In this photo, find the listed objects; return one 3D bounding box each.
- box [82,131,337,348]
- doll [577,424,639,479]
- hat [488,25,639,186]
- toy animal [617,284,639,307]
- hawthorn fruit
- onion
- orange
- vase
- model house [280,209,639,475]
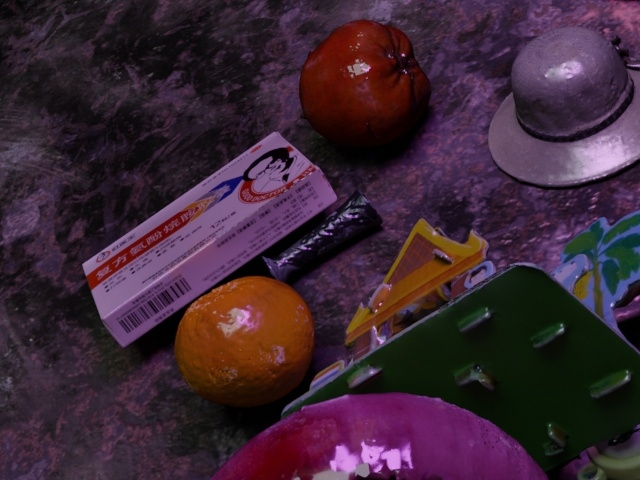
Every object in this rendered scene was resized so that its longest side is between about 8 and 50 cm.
[{"bbox_3d":[-0.163,-0.009,1.636,0.353,0.069,0.214,-33,26,-5],"label":"box"},{"bbox_3d":[0.367,0.140,1.157,0.296,0.117,0.141,-38,35,-9],"label":"doll"},{"bbox_3d":[0.325,-0.202,1.519,0.257,0.130,0.257,-16,43,16],"label":"hat"},{"bbox_3d":[0.357,0.060,1.268,0.220,0.086,0.069,-15,18,13],"label":"toy animal"},{"bbox_3d":[0.048,-0.216,1.671,0.202,0.185,0.185,-18,40,37],"label":"hawthorn fruit"},{"bbox_3d":[0.047,0.291,1.029,0.358,0.358,0.345,-22,36,10],"label":"onion"},{"bbox_3d":[-0.091,0.125,1.418,0.178,0.155,0.177,-21,-2,-1],"label":"orange"},{"bbox_3d":[0.000,0.000,1.566,0.167,0.059,0.059,-35,41,-4],"label":"vase"},{"bbox_3d":[0.167,0.064,1.202,0.358,0.242,0.312,-38,28,34],"label":"model house"}]
